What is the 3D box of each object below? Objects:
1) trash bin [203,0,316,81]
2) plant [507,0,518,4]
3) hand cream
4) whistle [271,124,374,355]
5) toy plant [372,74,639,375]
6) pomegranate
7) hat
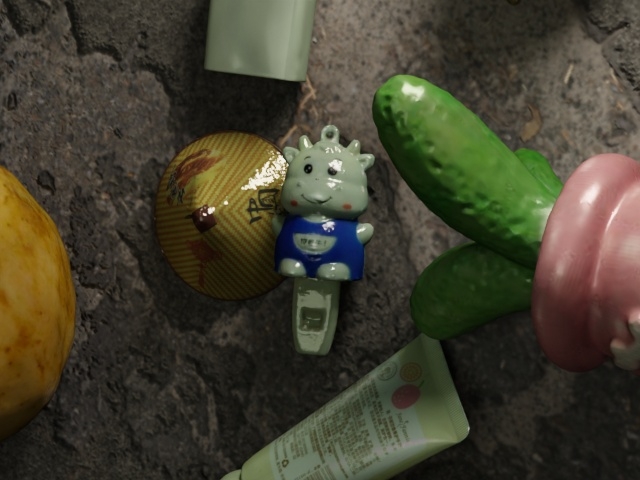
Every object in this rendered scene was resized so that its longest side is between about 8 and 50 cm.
[{"bbox_3d":[-0.063,-0.241,1.600,0.116,0.059,0.130,10,98,22],"label":"trash bin"},{"bbox_3d":[0.228,-0.340,1.342,0.251,0.333,0.180,-40,93,7],"label":"plant"},{"bbox_3d":[0.017,0.222,1.571,0.306,0.093,0.147,-37,43,21],"label":"hand cream"},{"bbox_3d":[0.000,0.000,1.567,0.110,0.092,0.244,7,93,9],"label":"whistle"},{"bbox_3d":[0.235,-0.005,1.394,0.356,0.210,0.317,20,141,31],"label":"toy plant"},{"bbox_3d":[-0.456,0.086,1.641,0.410,0.410,0.410,1,93,22],"label":"pomegranate"},{"bbox_3d":[-0.113,-0.026,1.620,0.193,0.082,0.193,1,92,21],"label":"hat"}]
